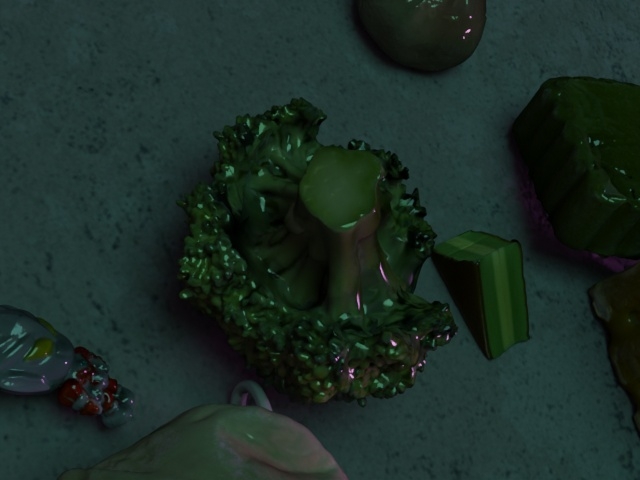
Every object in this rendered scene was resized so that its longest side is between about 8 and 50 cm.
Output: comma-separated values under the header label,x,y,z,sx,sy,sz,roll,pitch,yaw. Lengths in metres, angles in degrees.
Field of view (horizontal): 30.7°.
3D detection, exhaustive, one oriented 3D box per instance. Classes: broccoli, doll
label,x,y,z,sx,sy,sz,roll,pitch,yaw
broccoli,-0.008,0.015,1.058,0.288,0.260,0.235,37,99,12
doll,-0.239,0.105,0.992,0.180,0.079,0.094,29,30,-20

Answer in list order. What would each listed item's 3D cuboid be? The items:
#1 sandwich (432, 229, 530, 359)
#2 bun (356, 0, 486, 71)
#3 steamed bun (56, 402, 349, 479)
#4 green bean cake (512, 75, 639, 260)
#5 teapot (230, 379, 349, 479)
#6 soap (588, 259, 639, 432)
label,x,y,z,sx,sy,sz,roll,pitch,yaw
sandwich,0.173,0.058,1.257,0.074,0.074,0.116,-22,111,-33
bun,0.127,-0.287,1.322,0.167,0.113,0.173,-1,71,-27
steamed bun,-0.087,0.275,0.851,0.280,0.207,0.268,-27,98,9
green bean cake,0.334,-0.084,1.317,0.200,0.113,0.214,4,51,-28
teapot,-0.039,0.237,1.021,0.159,0.116,0.245,-2,63,-16
soap,0.424,0.079,1.190,0.091,0.315,0.199,-9,71,-30
